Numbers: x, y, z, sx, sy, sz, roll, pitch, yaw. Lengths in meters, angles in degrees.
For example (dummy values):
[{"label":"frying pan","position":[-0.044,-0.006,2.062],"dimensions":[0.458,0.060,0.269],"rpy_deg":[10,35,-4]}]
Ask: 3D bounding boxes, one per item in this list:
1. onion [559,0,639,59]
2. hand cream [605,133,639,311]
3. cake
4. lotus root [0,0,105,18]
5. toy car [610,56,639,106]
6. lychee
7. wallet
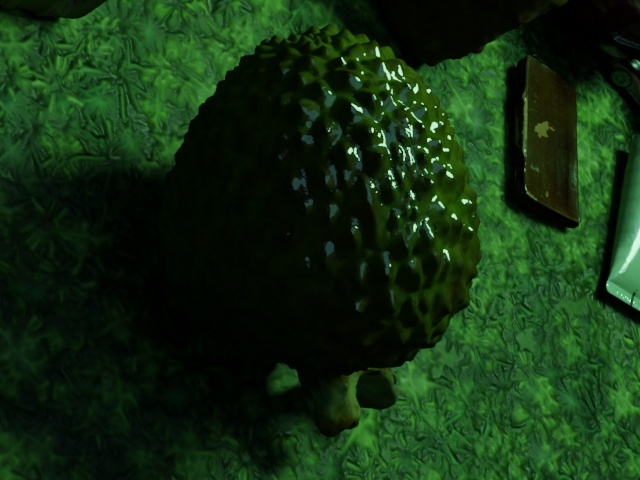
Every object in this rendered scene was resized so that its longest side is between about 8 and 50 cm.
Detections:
[{"label":"onion","position":[0.346,-0.285,1.698],"dimensions":[0.207,0.201,0.200],"rpy_deg":[29,38,28]},{"label":"hand cream","position":[0.347,-0.019,1.686],"dimensions":[0.078,0.050,0.205],"rpy_deg":[31,58,-30]},{"label":"cake","position":[0.185,-0.326,1.591],"dimensions":[0.293,0.196,0.199],"rpy_deg":[-38,99,-48]},{"label":"lotus root","position":[-0.225,-0.245,1.242],"dimensions":[0.159,0.135,0.095],"rpy_deg":[9,63,-23]},{"label":"toy car","position":[0.388,-0.175,1.785],"dimensions":[0.142,0.055,0.069],"rpy_deg":[48,51,-12]},{"label":"lychee","position":[0.001,-0.011,1.240],"dimensions":[0.270,0.320,0.270],"rpy_deg":[23,29,-13]},{"label":"wallet","position":[0.238,-0.106,1.645],"dimensions":[0.095,0.026,0.176],"rpy_deg":[25,57,-37]}]
